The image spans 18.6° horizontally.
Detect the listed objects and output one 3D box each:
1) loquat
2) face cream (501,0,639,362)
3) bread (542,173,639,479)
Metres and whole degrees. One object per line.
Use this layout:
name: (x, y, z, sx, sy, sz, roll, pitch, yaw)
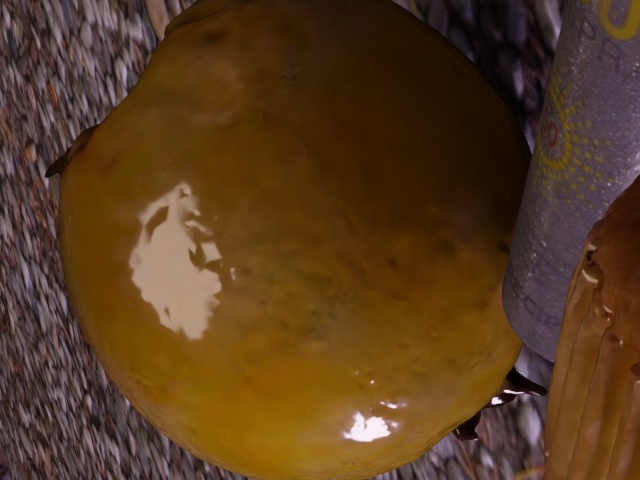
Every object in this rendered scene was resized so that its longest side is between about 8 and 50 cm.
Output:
loquat: (0.000, 0.000, 0.903, 0.244, 0.244, 0.244, 165, 90, -72)
face cream: (0.121, -0.063, 0.706, 0.283, 0.073, 0.073, 97, 152, -48)
bread: (0.155, 0.028, 0.481, 0.199, 0.199, 0.104, -124, 27, -46)
